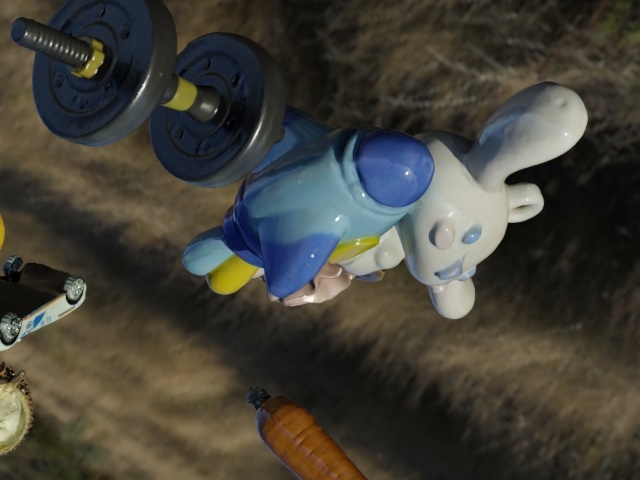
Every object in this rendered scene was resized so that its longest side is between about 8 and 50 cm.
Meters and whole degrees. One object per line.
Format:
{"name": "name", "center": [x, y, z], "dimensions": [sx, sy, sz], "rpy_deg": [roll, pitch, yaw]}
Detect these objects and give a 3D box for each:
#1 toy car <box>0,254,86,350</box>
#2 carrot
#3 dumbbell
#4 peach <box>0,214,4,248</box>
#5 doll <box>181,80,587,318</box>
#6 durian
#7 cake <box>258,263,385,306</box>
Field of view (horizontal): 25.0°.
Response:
{"name": "toy car", "center": [-0.334, 0.072, 1.545], "dimensions": [0.095, 0.205, 0.056], "rpy_deg": [17, 116, 20]}
{"name": "carrot", "center": [0.025, 0.289, 1.710], "dimensions": [0.336, 0.069, 0.069], "rpy_deg": [44, 171, 22]}
{"name": "dumbbell", "center": [-0.137, -0.132, 1.240], "dimensions": [0.143, 0.143, 0.325], "rpy_deg": [27, -175, 39]}
{"name": "peach", "center": [-0.513, -0.024, 1.938], "dimensions": [0.179, 0.179, 0.103], "rpy_deg": [37, -167, 1]}
{"name": "doll", "center": [0.053, -0.024, 1.463], "dimensions": [0.187, 0.366, 0.376], "rpy_deg": [-105, 19, -47]}
{"name": "durian", "center": [-0.372, 0.178, 1.612], "dimensions": [0.110, 0.140, 0.071], "rpy_deg": [32, -158, -32]}
{"name": "cake", "center": [0.000, 0.000, 1.725], "dimensions": [0.208, 0.178, 0.185], "rpy_deg": [20, 167, -3]}
